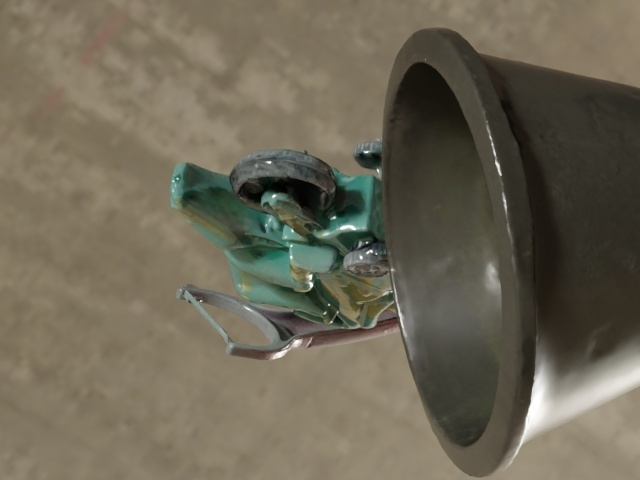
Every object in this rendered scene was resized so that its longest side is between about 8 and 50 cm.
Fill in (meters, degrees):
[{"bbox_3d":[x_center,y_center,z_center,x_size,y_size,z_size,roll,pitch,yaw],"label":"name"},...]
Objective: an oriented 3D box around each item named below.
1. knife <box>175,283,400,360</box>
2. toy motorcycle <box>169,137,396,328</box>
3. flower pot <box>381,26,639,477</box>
[{"bbox_3d":[0.012,0.062,1.751,0.278,0.053,0.123,-6,-146,-30],"label":"knife"},{"bbox_3d":[-0.001,-0.001,1.583,0.198,0.109,0.296,-10,151,31],"label":"toy motorcycle"},{"bbox_3d":[0.144,-0.003,1.169,0.166,0.269,0.269,-9,-163,-13],"label":"flower pot"}]
